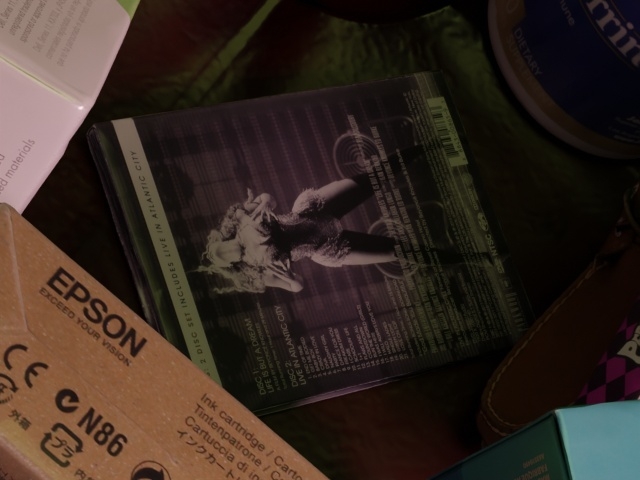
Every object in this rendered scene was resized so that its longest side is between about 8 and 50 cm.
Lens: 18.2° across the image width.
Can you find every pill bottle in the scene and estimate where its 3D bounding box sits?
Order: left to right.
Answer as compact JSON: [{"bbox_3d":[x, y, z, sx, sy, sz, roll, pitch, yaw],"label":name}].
[{"bbox_3d":[0.218,-0.161,1.090,0.153,0.265,0.153,12,63,-24],"label":"pill bottle"}]

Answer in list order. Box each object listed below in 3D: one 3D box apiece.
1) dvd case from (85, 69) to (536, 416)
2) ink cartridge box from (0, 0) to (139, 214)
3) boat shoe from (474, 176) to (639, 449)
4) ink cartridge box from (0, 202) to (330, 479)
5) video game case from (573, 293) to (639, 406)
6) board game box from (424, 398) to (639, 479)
[{"bbox_3d":[0.000,0.000,1.051,0.221,0.018,0.164,-12,76,-32],"label":"dvd case"},{"bbox_3d":[-0.259,-0.153,0.874,0.353,0.119,0.207,33,27,-12],"label":"ink cartridge box"},{"bbox_3d":[0.193,0.003,1.043,0.307,0.111,0.104,-39,128,-12],"label":"boat shoe"},{"bbox_3d":[-0.101,0.121,0.836,0.235,0.193,0.088,42,53,-7],"label":"ink cartridge box"},{"bbox_3d":[0.228,0.071,1.000,0.210,0.042,0.232,25,98,-39],"label":"video game case"},{"bbox_3d":[0.101,0.264,0.846,0.079,0.254,0.336,-3,70,-30],"label":"board game box"}]
